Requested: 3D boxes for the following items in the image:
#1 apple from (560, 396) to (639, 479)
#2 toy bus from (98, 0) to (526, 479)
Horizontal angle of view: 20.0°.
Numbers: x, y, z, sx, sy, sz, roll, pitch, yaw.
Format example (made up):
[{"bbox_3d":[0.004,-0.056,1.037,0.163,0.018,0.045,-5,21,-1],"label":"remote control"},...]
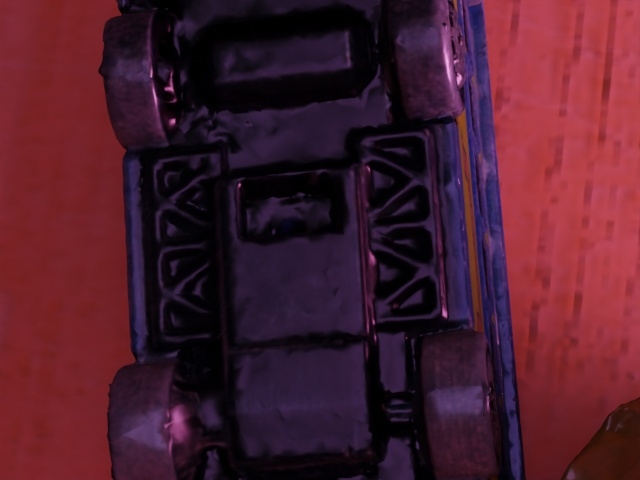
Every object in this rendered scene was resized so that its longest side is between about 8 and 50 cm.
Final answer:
[{"bbox_3d":[0.209,0.151,0.700,0.279,0.279,0.279,-1,77,4],"label":"apple"},{"bbox_3d":[0.000,0.000,0.767,0.152,0.190,0.312,-6,77,9],"label":"toy bus"}]
